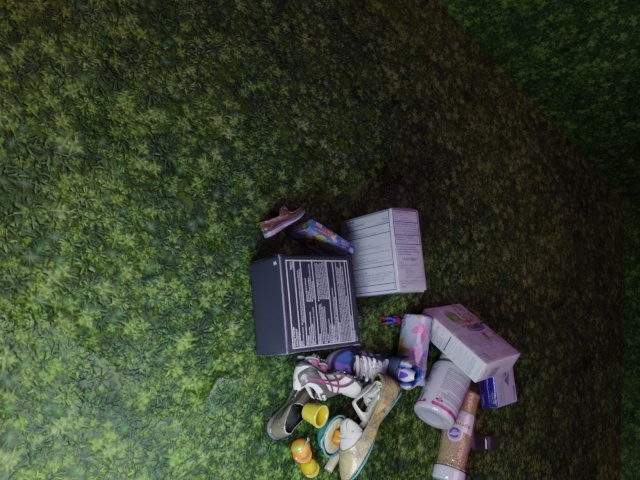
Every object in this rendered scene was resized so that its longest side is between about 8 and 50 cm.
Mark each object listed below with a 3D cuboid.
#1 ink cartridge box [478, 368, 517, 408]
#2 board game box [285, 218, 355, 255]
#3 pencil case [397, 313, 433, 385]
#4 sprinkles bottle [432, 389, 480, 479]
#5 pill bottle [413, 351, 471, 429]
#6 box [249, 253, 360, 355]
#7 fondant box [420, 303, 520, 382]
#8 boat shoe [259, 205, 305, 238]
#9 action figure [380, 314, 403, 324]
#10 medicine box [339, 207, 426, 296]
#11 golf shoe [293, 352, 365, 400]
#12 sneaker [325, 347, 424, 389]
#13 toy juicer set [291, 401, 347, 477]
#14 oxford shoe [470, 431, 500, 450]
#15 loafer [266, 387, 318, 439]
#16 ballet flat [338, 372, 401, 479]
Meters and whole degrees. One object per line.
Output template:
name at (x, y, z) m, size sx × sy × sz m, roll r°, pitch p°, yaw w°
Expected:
ink cartridge box at (0.794, 0.629, 2.343) m, size 0.224 × 0.045 × 0.223 m, roll 0°, pitch 81°, yaw -39°
board game box at (0.000, 0.000, 1.769) m, size 0.201 × 0.136 × 0.035 m, roll 32°, pitch 63°, yaw -31°
pencil case at (0.357, 0.413, 1.973) m, size 0.124 × 0.113 × 0.273 m, roll 13°, pitch 75°, yaw -20°
sprinkles bottle at (0.536, 0.769, 2.054) m, size 0.121 × 0.121 × 0.355 m, roll 36°, pitch 59°, yaw -28°
pill bottle at (0.488, 0.570, 2.031) m, size 0.160 × 0.160 × 0.283 m, roll 49°, pitch 55°, yaw -20°
box at (-0.051, 0.200, 1.654) m, size 0.294 × 0.182 × 0.296 m, roll 3°, pitch 77°, yaw -40°
fondant box at (0.573, 0.389, 2.044) m, size 0.238 × 0.330 × 0.096 m, roll -1°, pitch 123°, yaw -39°
boat shoe at (-0.126, -0.078, 1.728) m, size 0.183 × 0.066 × 0.066 m, roll -37°, pitch 103°, yaw -38°
action figure at (0.278, 0.307, 2.003) m, size 0.115 × 0.030 × 0.038 m, roll 5°, pitch 74°, yaw -41°
medicine box at (0.216, 0.050, 1.852) m, size 0.149 × 0.263 × 0.289 m, roll 3°, pitch 79°, yaw -39°
golf shoe at (0.021, 0.456, 1.650) m, size 0.272 × 0.105 × 0.120 m, roll 33°, pitch 61°, yaw -25°
sneaker at (0.203, 0.436, 1.775) m, size 0.322 × 0.236 × 0.130 m, roll 19°, pitch 69°, yaw -35°
toy juicer set at (0.029, 0.649, 1.641) m, size 0.329 × 0.089 × 0.209 m, roll 45°, pitch 61°, yaw -46°
oxford shoe at (0.633, 0.829, 2.160) m, size 0.212 × 0.076 × 0.076 m, roll 18°, pitch 71°, yaw -19°
loafer at (-0.060, 0.523, 1.640) m, size 0.094 × 0.087 × 0.251 m, roll 54°, pitch 53°, yaw -17°
ballet flat at (0.129, 0.556, 1.608) m, size 0.123 × 0.123 × 0.348 m, roll 51°, pitch 57°, yaw -19°
